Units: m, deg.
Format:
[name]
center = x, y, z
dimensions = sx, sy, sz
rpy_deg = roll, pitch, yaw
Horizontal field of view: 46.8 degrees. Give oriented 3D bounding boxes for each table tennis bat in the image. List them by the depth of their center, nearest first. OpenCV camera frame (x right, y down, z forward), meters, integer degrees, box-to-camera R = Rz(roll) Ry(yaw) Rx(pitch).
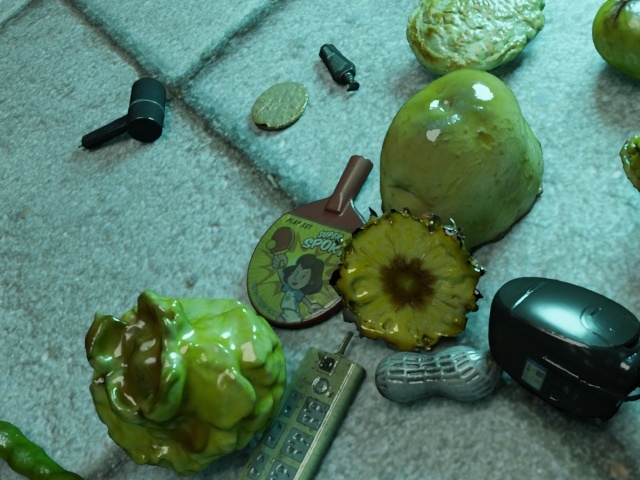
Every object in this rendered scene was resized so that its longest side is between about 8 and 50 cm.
[table tennis bat]
center = 0.000, 0.000, 1.164
dimensions = 0.200, 0.038, 0.310
rpy_deg = 17, 70, 32

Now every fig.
[fig]
center = 0.475, -0.309, 1.094
dimensions = 0.136, 0.121, 0.153
rpy_deg = -8, 55, 26

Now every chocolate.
[chocolate]
center = 0.150, 0.173, 0.947
dimensions = 0.167, 0.072, 0.072
rpy_deg = -7, 55, 20

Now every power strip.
[power strip]
center = -0.017, 0.239, 1.003
dimensions = 0.092, 0.034, 0.268
rpy_deg = 16, 66, 33

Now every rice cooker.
[rice cooker]
center = 0.292, 0.123, 0.868
dimensions = 0.142, 0.118, 0.203
rpy_deg = -20, 42, -39

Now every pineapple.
[pineapple]
center = 0.118, 0.048, 0.996
dimensions = 0.225, 0.225, 0.076
rpy_deg = -10, 14, 19

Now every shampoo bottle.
[shampoo bottle]
center = 0.036, -0.320, 1.368
dimensions = 0.048, 0.027, 0.137
rpy_deg = -36, 49, 6

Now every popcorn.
[popcorn]
center = -0.183, 0.181, 0.994
dimensions = 0.270, 0.258, 0.224
rpy_deg = 18, 48, -6

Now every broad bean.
[broad bean]
center = -0.436, 0.338, 1.124
dimensions = 0.256, 0.052, 0.052
rpy_deg = 17, 29, 33

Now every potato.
[potato]
center = 0.191, -0.126, 1.047
dimensions = 0.285, 0.242, 0.242
rpy_deg = -41, 50, -9

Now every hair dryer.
[hair dryer]
center = -0.411, -0.237, 1.506
dimensions = 0.219, 0.071, 0.124
rpy_deg = -23, 49, 20

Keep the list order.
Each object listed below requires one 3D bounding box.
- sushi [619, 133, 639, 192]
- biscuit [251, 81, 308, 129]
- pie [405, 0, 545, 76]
[sushi]
center = 0.487, -0.050, 0.875
dimensions = 0.167, 0.179, 0.296
rpy_deg = -23, 52, 2
[biscuit]
center = -0.076, -0.253, 1.382
dimensions = 0.120, 0.015, 0.120
rpy_deg = -13, 53, 17
[pie]
center = 0.271, -0.369, 1.249
dimensions = 0.248, 0.090, 0.201
rpy_deg = -39, 67, -1
